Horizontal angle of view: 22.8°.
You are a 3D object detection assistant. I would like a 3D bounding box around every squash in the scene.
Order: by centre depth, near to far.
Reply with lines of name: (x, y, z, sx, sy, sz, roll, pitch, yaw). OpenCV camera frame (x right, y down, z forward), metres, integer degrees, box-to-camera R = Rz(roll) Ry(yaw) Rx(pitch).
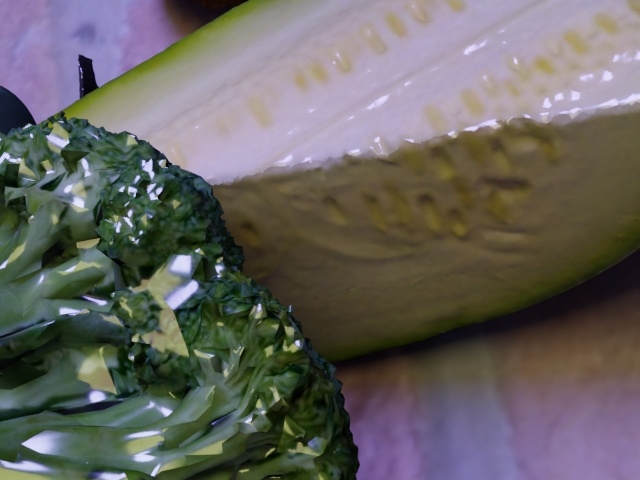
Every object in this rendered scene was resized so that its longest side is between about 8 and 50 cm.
squash: (0.000, 0.000, 0.598, 0.288, 0.111, 0.203, -33, 40, -3)

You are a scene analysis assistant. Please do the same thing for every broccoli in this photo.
broccoli: (-0.110, 0.091, 0.528, 0.261, 0.241, 0.269, 2, 73, 45)

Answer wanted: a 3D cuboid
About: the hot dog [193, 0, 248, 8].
hot dog: (-0.037, -0.175, 0.737, 0.099, 0.065, 0.147, 5, 78, 25)

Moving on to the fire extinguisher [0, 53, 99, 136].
fire extinguisher: (-0.202, -0.027, 0.717, 0.294, 0.093, 0.118, 3, 82, 24)
